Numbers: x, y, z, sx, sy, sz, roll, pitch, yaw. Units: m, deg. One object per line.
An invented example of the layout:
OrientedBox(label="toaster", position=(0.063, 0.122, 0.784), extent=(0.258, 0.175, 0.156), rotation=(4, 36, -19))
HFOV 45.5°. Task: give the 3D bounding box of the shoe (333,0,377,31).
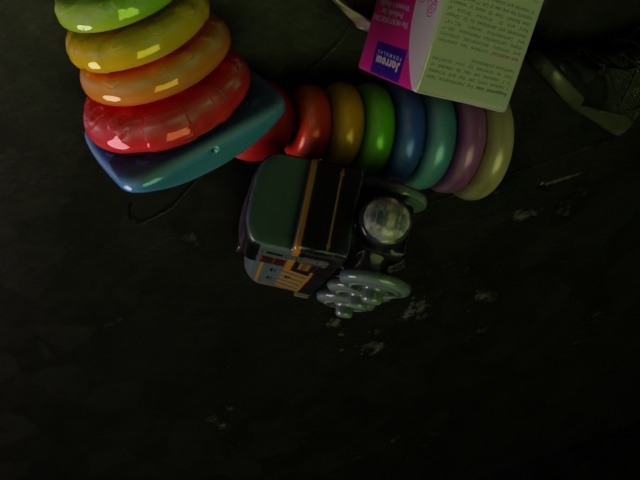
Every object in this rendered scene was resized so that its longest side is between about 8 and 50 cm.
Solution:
OrientedBox(label="shoe", position=(0.027, -0.268, 0.722), extent=(0.077, 0.058, 0.219), rotation=(-35, 140, 15))

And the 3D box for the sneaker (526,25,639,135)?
OrientedBox(label="sneaker", position=(0.345, -0.213, 0.920), extent=(0.228, 0.087, 0.130), rotation=(13, 128, -40))

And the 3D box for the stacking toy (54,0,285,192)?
OrientedBox(label="stacking toy", position=(-0.167, -0.208, 0.646), extent=(0.175, 0.166, 0.301), rotation=(-32, 132, -13))

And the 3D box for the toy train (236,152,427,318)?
OrientedBox(label="toy train", position=(0.000, 0.000, 0.880), extent=(0.190, 0.142, 0.334), rotation=(14, 168, -6))

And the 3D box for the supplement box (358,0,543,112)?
OrientedBox(label="supplement box", position=(0.134, -0.243, 0.700), extent=(0.114, 0.111, 0.219), rotation=(4, 110, -30))

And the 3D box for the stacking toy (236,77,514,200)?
OrientedBox(label="stacking toy", position=(0.042, -0.125, 0.857), extent=(0.331, 0.141, 0.141), rotation=(3, 135, -18))
